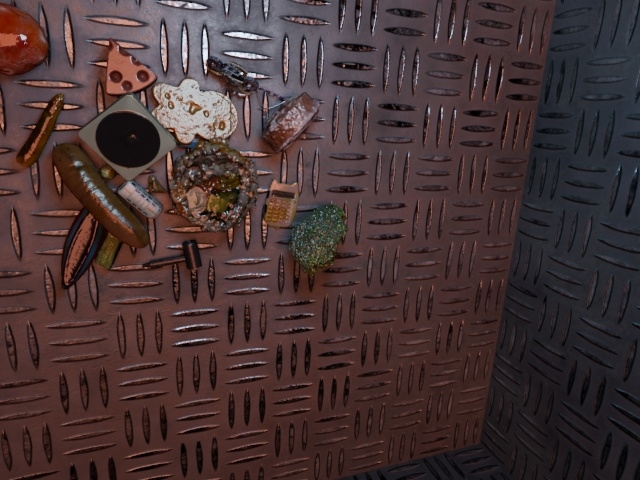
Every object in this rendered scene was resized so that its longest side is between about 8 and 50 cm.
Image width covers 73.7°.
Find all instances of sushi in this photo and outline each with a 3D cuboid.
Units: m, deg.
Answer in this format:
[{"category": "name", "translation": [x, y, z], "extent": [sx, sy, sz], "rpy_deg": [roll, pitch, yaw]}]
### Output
[{"category": "sushi", "translation": [-0.446, -0.219, 1.829], "extent": [0.418, 0.176, 0.417], "rpy_deg": [-10, 118, -20]}]

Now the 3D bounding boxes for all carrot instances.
[{"category": "carrot", "translation": [-1.057, -0.423, 1.627], "extent": [0.066, 0.066, 0.314], "rpy_deg": [29, 91, -25]}]

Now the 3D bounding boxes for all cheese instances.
[{"category": "cheese", "translation": [-0.724, -0.646, 1.649], "extent": [0.177, 0.128, 0.202], "rpy_deg": [6, 99, -23]}]

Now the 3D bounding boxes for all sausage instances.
[{"category": "sausage", "translation": [-0.872, -0.161, 1.692], "extent": [0.123, 0.136, 0.500], "rpy_deg": [-28, 105, 30]}]

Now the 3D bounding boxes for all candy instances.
[{"category": "candy", "translation": [-0.132, -0.516, 1.848], "extent": [0.157, 0.214, 0.289], "rpy_deg": [42, 88, -19]}, {"category": "candy", "translation": [-0.838, -0.344, 1.739], "extent": [0.061, 0.061, 0.202], "rpy_deg": [21, 89, -24]}]

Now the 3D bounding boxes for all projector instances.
[{"category": "projector", "translation": [-0.749, -0.404, 1.672], "extent": [0.259, 0.079, 0.257], "rpy_deg": [-36, 127, 4]}]

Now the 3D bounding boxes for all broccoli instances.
[{"category": "broccoli", "translation": [-0.018, -0.010, 2.049], "extent": [0.249, 0.302, 0.375], "rpy_deg": [20, 70, -3]}]

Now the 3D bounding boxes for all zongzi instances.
[{"category": "zongzi", "translation": [-0.691, -0.239, 1.825], "extent": [0.083, 0.040, 0.076], "rpy_deg": [-1, 100, -32]}]

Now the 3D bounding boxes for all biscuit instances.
[{"category": "biscuit", "translation": [-0.523, -0.533, 1.781], "extent": [0.355, 0.052, 0.275], "rpy_deg": [2, 96, -25]}]

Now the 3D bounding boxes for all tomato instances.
[{"category": "tomato", "translation": [-1.073, -0.695, 1.467], "extent": [0.232, 0.188, 0.231], "rpy_deg": [-5, 105, -20]}]

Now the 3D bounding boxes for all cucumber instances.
[{"category": "cucumber", "translation": [-0.886, 0.016, 1.820], "extent": [0.078, 0.062, 0.211], "rpy_deg": [25, 102, -12]}]

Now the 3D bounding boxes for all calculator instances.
[{"category": "calculator", "translation": [-0.188, -0.170, 2.031], "extent": [0.157, 0.033, 0.236], "rpy_deg": [7, 105, -22]}]

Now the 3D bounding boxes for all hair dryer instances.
[{"category": "hair dryer", "translation": [-0.670, 0.077, 1.913], "extent": [0.256, 0.070, 0.128], "rpy_deg": [-9, 108, -13]}]

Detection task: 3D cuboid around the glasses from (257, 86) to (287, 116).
[{"category": "glasses", "translation": [-0.227, -0.602, 1.872], "extent": [0.140, 0.062, 0.103], "rpy_deg": [18, 100, -23]}]

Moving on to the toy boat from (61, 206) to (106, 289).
[{"category": "toy boat", "translation": [-0.997, 0.035, 1.777], "extent": [0.136, 0.079, 0.392], "rpy_deg": [22, 94, -23]}]

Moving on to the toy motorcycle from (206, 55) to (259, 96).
[{"category": "toy motorcycle", "translation": [-0.370, -0.674, 1.778], "extent": [0.229, 0.130, 0.094], "rpy_deg": [26, 72, -12]}]

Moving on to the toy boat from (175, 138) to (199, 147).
[{"category": "toy boat", "translation": [-0.563, -0.459, 1.816], "extent": [0.105, 0.034, 0.149], "rpy_deg": [20, 84, -22]}]

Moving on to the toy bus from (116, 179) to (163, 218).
[{"category": "toy bus", "translation": [-0.754, -0.169, 1.792], "extent": [0.087, 0.089, 0.194], "rpy_deg": [-45, 116, -3]}]
